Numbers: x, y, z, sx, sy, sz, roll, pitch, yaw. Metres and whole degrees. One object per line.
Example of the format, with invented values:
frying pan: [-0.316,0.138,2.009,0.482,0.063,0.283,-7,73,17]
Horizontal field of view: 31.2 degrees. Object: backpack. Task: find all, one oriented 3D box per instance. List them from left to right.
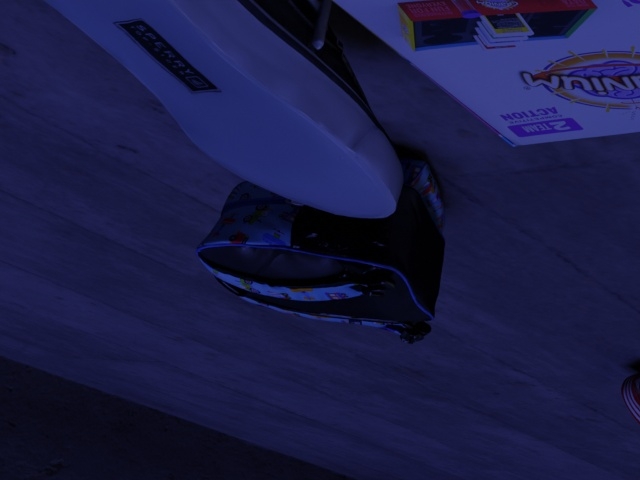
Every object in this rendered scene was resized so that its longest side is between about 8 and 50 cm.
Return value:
backpack: [0.000,0.000,0.886,0.173,0.116,0.158,6,162,20]

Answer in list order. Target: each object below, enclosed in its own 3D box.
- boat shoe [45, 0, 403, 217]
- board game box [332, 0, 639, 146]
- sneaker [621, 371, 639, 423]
boat shoe: [-0.043,-0.116,0.575,0.113,0.104,0.306,2,154,43]
board game box: [0.101,-0.140,0.457,0.242,0.064,0.316,-3,157,41]
sneaker: [0.439,0.190,1.274,0.221,0.087,0.128,27,170,-6]
